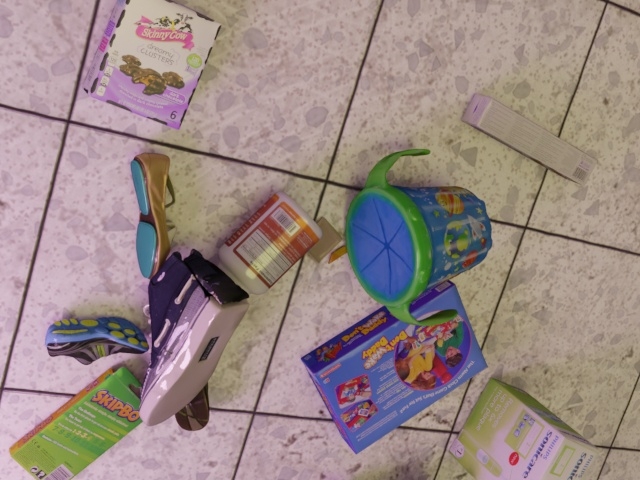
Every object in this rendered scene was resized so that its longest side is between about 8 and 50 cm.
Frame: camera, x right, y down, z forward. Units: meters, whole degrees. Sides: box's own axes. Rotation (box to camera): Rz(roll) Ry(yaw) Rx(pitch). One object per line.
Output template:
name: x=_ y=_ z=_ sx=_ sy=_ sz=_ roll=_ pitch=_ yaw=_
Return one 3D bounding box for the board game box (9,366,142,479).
board game box: x=-0.438 y=0.350 z=1.732 sx=0.259 sy=0.039 sz=0.124 roll=-37 pitch=120 yaw=-5

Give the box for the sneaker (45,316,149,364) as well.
sneaker: x=-0.405 y=0.185 z=1.679 sx=0.188 sy=0.067 sz=0.078 roll=5 pitch=128 yaw=-27

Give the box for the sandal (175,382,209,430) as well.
sandal: x=-0.243 y=0.258 z=1.769 sx=0.090 sy=0.060 sz=0.219 roll=-1 pitch=109 yaw=2

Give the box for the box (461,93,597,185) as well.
box: x=0.436 y=-0.205 z=1.910 sx=0.324 sy=0.063 sz=0.067 roll=22 pitch=97 yaw=-29

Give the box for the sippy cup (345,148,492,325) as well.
sippy cup: x=0.202 y=-0.008 z=1.797 sx=0.224 sy=0.240 sz=0.305 roll=-14 pitch=131 yaw=-31

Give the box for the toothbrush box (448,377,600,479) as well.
toothbrush box: x=0.439 y=0.463 z=2.028 sx=0.122 sy=0.283 sz=0.206 roll=24 pitch=98 yaw=-30

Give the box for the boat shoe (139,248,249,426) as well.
boat shoe: x=-0.263 y=0.170 z=1.671 sx=0.127 sy=0.158 sz=0.340 roll=-5 pitch=135 yaw=-56

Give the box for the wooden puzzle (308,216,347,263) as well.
wooden puzzle: x=0.000 y=0.000 z=1.817 sx=0.078 sy=0.014 sz=0.116 roll=-41 pitch=120 yaw=-11

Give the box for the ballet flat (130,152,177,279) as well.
ballet flat: x=-0.286 y=-0.042 z=1.638 sx=0.073 sy=0.080 sz=0.232 roll=-15 pitch=116 yaw=-34

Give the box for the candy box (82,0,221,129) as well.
candy box: x=-0.281 y=-0.308 z=1.544 sx=0.165 sy=0.070 sz=0.196 roll=19 pitch=100 yaw=-28

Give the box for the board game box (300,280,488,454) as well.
board game box: x=0.161 y=0.257 z=1.945 sx=0.347 sy=0.078 sz=0.233 roll=-31 pitch=118 yaw=-11

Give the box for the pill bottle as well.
pill bottle: x=-0.110 y=0.021 z=1.712 sx=0.216 sy=0.121 sz=0.121 roll=-44 pitch=120 yaw=-4
